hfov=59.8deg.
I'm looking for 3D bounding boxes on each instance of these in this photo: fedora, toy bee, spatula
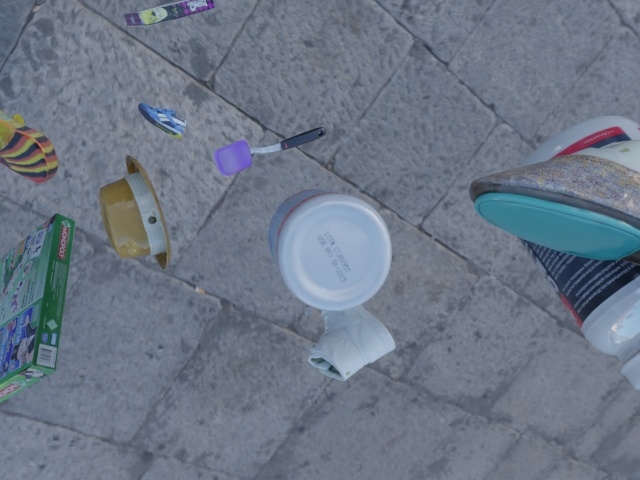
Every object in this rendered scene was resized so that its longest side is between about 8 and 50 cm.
[{"bbox_3d":[-0.301,-0.035,0.883,0.079,0.194,0.194,-20,121,-24],"label":"fedora"},{"bbox_3d":[-0.674,-0.232,1.111,0.298,0.195,0.162,12,110,-29],"label":"toy bee"},{"bbox_3d":[-0.125,-0.238,1.430,0.296,0.030,0.084,-17,129,-6],"label":"spatula"}]

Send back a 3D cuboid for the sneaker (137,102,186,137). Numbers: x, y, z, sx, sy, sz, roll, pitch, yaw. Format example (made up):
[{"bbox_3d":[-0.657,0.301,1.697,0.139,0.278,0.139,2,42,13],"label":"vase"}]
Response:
[{"bbox_3d":[-0.446,-0.349,1.575,0.144,0.053,0.059,32,76,-23],"label":"sneaker"}]

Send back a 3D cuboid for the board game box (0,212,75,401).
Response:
[{"bbox_3d":[-0.559,0.128,1.049,0.213,0.317,0.046,-29,141,27],"label":"board game box"}]

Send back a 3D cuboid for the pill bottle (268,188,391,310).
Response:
[{"bbox_3d":[0.000,0.000,0.476,0.087,0.160,0.087,-1,97,-9],"label":"pill bottle"}]

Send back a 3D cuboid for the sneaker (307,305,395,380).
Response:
[{"bbox_3d":[0.025,0.213,1.304,0.169,0.292,0.108,-32,119,-15],"label":"sneaker"}]

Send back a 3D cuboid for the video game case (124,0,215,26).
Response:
[{"bbox_3d":[-0.431,-0.648,1.574,0.210,0.232,0.042,-23,118,-19],"label":"video game case"}]

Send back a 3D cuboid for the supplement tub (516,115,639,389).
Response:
[{"bbox_3d":[0.354,0.009,0.641,0.191,0.272,0.191,-17,148,-11],"label":"supplement tub"}]

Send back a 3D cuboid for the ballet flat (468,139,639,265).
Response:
[{"bbox_3d":[0.288,-0.024,0.487,0.315,0.107,0.106,20,74,1],"label":"ballet flat"}]
